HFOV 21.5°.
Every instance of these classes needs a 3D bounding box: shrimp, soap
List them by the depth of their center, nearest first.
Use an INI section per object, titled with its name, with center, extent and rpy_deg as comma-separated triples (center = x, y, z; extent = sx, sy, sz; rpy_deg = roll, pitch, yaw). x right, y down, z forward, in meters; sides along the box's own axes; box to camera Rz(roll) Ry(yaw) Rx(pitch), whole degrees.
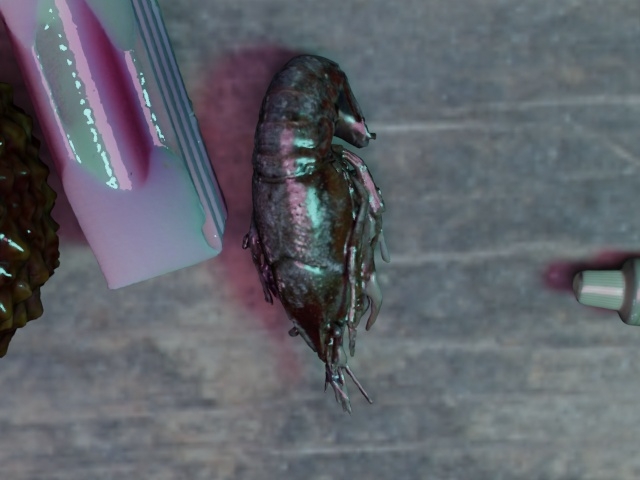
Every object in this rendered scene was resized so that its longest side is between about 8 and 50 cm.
[soap]
center = -0.087, -0.058, 0.710
extent = 0.056, 0.100, 0.149
rpy_deg = -18, 105, 2
[shrimp]
center = 0.000, 0.000, 0.753
extent = 0.057, 0.065, 0.165
rpy_deg = 4, 113, 29

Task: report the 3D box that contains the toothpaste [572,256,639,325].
[toothpaste]
center = 0.214, 0.028, 0.786
extent = 0.197, 0.029, 0.048
rpy_deg = 4, 107, -7

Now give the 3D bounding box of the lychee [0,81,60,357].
[lychee]
center = -0.198, -0.017, 0.671
extent = 0.188, 0.188, 0.188
rpy_deg = -1, 105, -3
